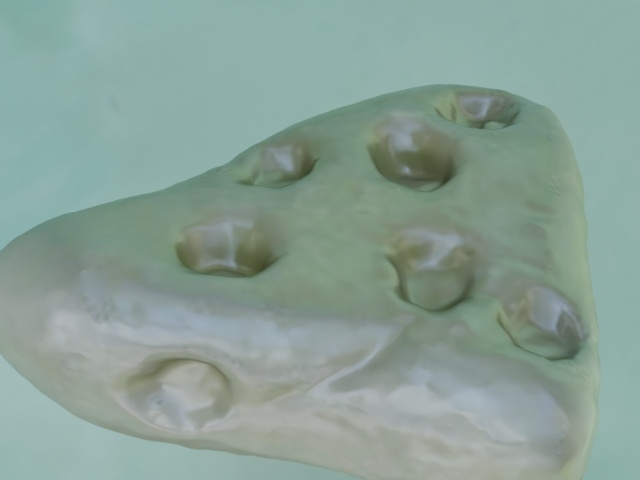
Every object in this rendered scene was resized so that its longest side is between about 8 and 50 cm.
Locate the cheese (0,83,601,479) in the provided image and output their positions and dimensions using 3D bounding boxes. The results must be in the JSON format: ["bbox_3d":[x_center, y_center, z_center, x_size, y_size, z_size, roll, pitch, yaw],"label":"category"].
[{"bbox_3d":[0.000,0.000,1.079,0.351,0.328,0.129,12,130,4],"label":"cheese"}]
